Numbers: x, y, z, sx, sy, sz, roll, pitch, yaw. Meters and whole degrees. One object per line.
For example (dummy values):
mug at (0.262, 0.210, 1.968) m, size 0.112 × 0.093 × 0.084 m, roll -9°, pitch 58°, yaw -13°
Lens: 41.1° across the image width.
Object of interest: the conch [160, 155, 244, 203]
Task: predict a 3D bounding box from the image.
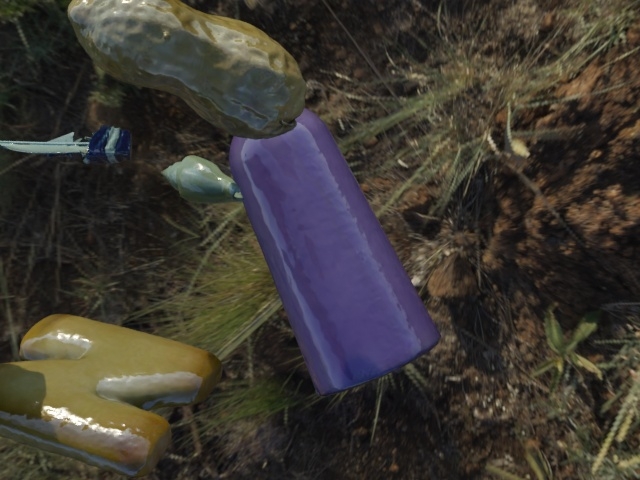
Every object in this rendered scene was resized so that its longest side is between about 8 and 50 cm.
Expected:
conch at (-0.169, -0.079, 1.231) m, size 0.180 × 0.088 × 0.065 m, roll 19°, pitch 71°, yaw 38°

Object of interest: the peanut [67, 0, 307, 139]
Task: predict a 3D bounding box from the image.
peanut at (-0.165, -0.232, 1.079) m, size 0.313 × 0.149 × 0.149 m, roll 19°, pitch 94°, yaw -13°

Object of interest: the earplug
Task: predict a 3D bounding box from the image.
earplug at (0.000, 0.000, 1.343) m, size 0.215 × 0.215 × 0.456 m, roll -26°, pitch 88°, yaw 9°

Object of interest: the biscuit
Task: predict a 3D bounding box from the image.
biscuit at (-0.298, 0.188, 1.113) m, size 0.290 × 0.237 × 0.062 m, roll 14°, pitch 121°, yaw 18°

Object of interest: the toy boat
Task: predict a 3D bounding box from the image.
toy boat at (-0.512, -0.200, 1.736) m, size 0.291 × 0.210 × 0.070 m, roll 7°, pitch 104°, yaw 14°
